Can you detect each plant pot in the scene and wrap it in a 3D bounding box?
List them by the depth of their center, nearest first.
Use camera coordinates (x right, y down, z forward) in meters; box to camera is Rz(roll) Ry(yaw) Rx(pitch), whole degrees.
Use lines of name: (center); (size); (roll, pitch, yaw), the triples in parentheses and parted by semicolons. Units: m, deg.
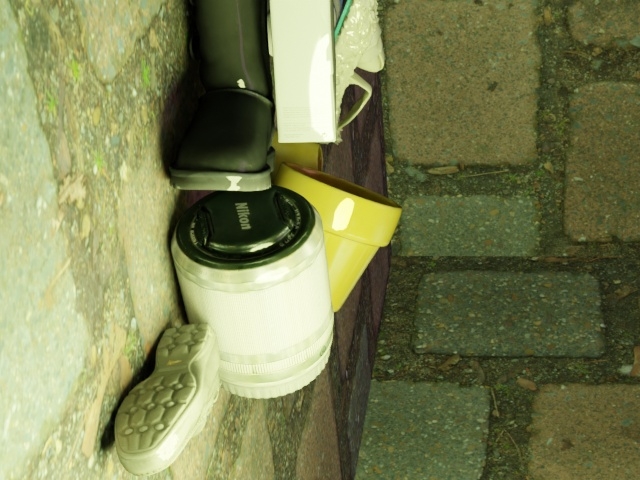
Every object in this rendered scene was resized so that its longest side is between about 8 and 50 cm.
plant pot: (0.000, 0.000, 2.156); (0.254, 0.254, 0.239); (-24, 136, -79)
plant pot: (-0.047, -0.162, 2.289); (0.134, 0.095, 0.134); (1, 90, -80)

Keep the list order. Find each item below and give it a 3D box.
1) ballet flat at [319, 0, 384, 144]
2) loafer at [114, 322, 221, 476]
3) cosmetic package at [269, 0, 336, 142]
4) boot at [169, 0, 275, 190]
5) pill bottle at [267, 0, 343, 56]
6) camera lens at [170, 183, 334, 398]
ballet flat: (0.060, -0.365, 2.350); (0.147, 0.147, 0.409); (-79, -168, -47)
loafer: (-0.186, 0.217, 1.447); (0.319, 0.112, 0.111); (-68, 148, -66)
cosmetic package: (-0.024, -0.356, 1.771); (0.377, 0.098, 0.284); (-88, 178, -63)
boot: (-0.136, -0.308, 1.604); (0.367, 0.146, 0.445); (-91, -177, -79)
pill bottle: (-0.038, -0.451, 2.170); (0.272, 0.152, 0.152); (-75, 162, -55)
camera lens: (-0.095, 0.070, 1.646); (0.219, 0.220, 0.274); (-78, 165, -50)
